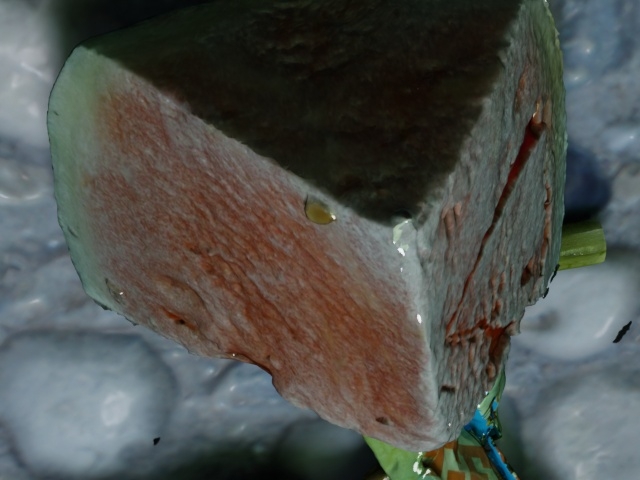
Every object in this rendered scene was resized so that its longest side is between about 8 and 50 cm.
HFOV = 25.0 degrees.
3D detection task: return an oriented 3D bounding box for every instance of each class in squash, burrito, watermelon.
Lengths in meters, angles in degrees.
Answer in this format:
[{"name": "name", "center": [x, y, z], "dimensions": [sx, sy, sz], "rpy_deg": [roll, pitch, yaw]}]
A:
[{"name": "squash", "center": [0.117, 0.007, 0.812], "dimensions": [0.083, 0.027, 0.027], "rpy_deg": [-10, 124, -7]}, {"name": "burrito", "center": [0.088, 0.129, 0.852], "dimensions": [0.104, 0.054, 0.288], "rpy_deg": [-49, 118, -33]}, {"name": "watermelon", "center": [0.000, 0.000, 0.669], "dimensions": [0.261, 0.201, 0.213], "rpy_deg": [-6, 138, 0]}]

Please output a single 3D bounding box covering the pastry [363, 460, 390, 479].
[{"name": "pastry", "center": [-0.020, 0.278, 0.856], "dimensions": [0.235, 0.132, 0.240], "rpy_deg": [-26, 142, -30]}]
